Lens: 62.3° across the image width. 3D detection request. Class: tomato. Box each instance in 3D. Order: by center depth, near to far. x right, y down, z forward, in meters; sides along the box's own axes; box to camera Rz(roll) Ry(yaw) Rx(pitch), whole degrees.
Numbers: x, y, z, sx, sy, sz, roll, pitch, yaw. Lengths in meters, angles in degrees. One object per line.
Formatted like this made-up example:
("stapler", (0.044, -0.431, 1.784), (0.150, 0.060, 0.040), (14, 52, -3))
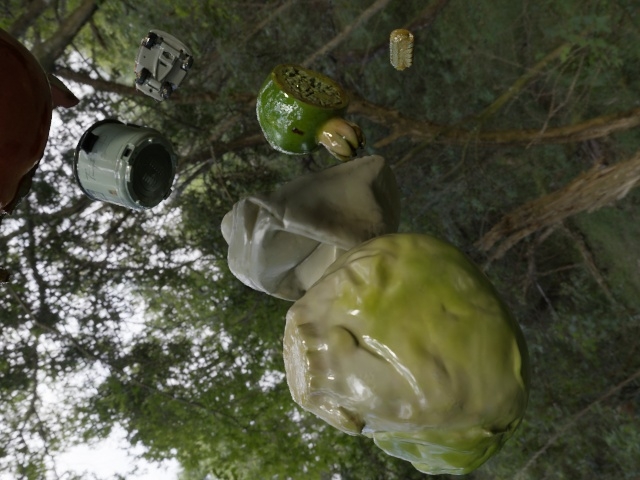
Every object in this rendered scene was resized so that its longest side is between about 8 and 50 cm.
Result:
("tomato", (-0.414, -0.121, 0.557), (0.224, 0.256, 0.255), (31, -154, -42))

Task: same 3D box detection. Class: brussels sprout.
("brussels sprout", (0.103, 0.125, 0.654), (0.317, 0.242, 0.273), (22, -131, -13))

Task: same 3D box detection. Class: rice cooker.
("rice cooker", (-0.554, -0.213, 1.497), (0.241, 0.227, 0.280), (-70, -22, -12))

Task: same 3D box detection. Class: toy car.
("toy car", (-0.358, -0.375, 1.162), (0.112, 0.139, 0.112), (27, 170, -32))

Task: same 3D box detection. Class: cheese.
("cheese", (-0.720, -0.334, 1.248), (0.128, 0.177, 0.203), (42, -175, 24))

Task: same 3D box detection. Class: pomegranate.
("pomegranate", (-0.021, -0.252, 1.122), (0.241, 0.159, 0.190), (20, -142, -6))

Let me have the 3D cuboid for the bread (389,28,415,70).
("bread", (0.161, -0.374, 1.037), (0.088, 0.049, 0.033), (72, -154, -57))

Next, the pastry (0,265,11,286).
("pastry", (-0.966, 0.099, 1.554), (0.080, 0.056, 0.140), (47, 174, 15))

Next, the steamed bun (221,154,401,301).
("steamed bun", (0.000, 0.000, 1.065), (0.342, 0.368, 0.255), (134, 116, -85))
